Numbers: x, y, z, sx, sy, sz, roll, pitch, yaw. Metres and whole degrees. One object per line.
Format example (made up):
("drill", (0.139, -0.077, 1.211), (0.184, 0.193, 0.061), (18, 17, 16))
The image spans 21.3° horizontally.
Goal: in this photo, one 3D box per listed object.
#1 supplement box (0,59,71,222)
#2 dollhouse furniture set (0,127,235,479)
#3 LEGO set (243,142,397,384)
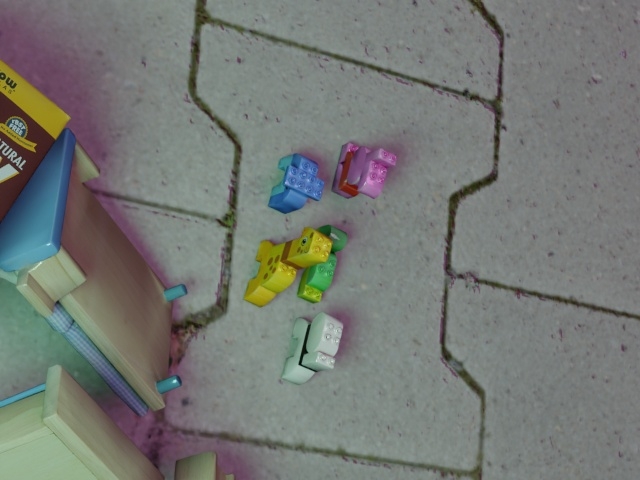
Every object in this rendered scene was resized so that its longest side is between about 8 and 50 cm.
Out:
("supplement box", (-0.311, -0.034, 1.195), (0.129, 0.191, 0.194), (41, 60, -21))
("dollhouse furniture set", (-0.210, 0.121, 1.312), (0.286, 0.198, 0.303), (55, 22, -38))
("LEGO set", (0.000, 0.000, 1.458), (0.087, 0.093, 0.227), (25, 68, -28))
